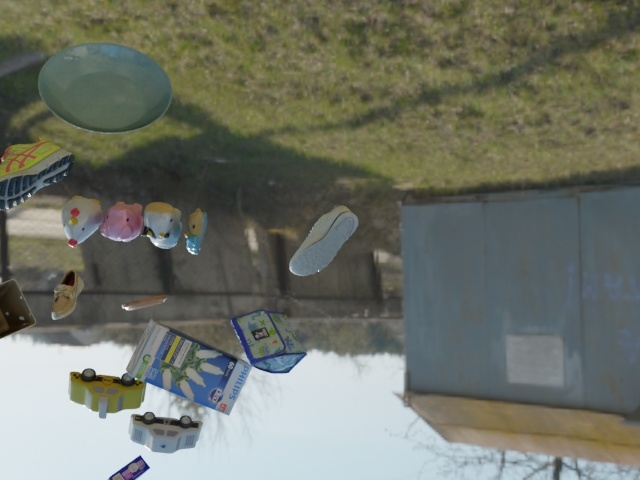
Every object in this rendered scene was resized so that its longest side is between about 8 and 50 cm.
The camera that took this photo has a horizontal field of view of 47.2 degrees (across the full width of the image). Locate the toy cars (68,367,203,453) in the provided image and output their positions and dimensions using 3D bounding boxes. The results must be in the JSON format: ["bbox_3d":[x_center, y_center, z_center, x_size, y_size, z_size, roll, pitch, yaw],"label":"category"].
[{"bbox_3d":[-0.462,0.444,1.827,0.176,0.087,0.394,-30,125,19],"label":"toy cars"}]

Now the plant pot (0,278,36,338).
[{"bbox_3d":[-0.692,0.161,1.552,0.096,0.109,0.109,-27,180,44],"label":"plant pot"}]

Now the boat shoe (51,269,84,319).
[{"bbox_3d":[-0.667,0.138,1.905,0.063,0.059,0.170,-12,-149,5],"label":"boat shoe"}]

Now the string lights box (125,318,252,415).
[{"bbox_3d":[-0.308,0.300,1.727,0.259,0.133,0.076,28,172,-23],"label":"string lights box"}]

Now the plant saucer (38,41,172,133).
[{"bbox_3d":[-0.324,-0.223,1.111,0.195,0.195,0.037,2,145,-16],"label":"plant saucer"}]

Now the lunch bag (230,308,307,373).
[{"bbox_3d":[-0.124,0.229,1.667,0.151,0.129,0.096,9,130,-47],"label":"lunch bag"}]

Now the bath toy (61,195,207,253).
[{"bbox_3d":[-0.448,-0.033,1.724,0.348,0.129,0.151,5,143,4],"label":"bath toy"}]

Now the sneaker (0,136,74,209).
[{"bbox_3d":[-0.561,-0.129,1.345,0.208,0.094,0.081,-40,166,-49],"label":"sneaker"}]

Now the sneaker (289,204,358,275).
[{"bbox_3d":[0.000,0.000,2.025,0.090,0.235,0.095,49,176,-39],"label":"sneaker"}]

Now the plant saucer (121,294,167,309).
[{"bbox_3d":[-0.329,0.118,1.372,0.083,0.013,0.083,-12,175,-1],"label":"plant saucer"}]

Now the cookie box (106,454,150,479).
[{"bbox_3d":[-0.436,0.527,1.600,0.092,0.040,0.107,-29,166,-50],"label":"cookie box"}]
